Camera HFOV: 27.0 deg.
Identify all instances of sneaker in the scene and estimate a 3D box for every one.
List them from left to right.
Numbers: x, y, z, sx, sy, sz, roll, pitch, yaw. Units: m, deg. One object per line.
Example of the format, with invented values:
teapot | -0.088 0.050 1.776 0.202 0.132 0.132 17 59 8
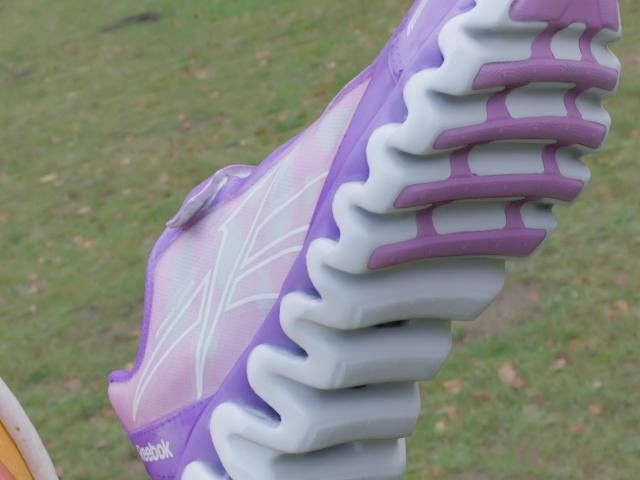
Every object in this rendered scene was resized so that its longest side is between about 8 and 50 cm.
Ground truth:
sneaker | 0.000 0.000 0.417 0.095 0.236 0.104 6 30 -48

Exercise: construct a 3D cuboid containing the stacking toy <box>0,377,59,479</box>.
stacking toy | -0.177 0.158 0.363 0.350 0.351 0.480 -26 9 -26
